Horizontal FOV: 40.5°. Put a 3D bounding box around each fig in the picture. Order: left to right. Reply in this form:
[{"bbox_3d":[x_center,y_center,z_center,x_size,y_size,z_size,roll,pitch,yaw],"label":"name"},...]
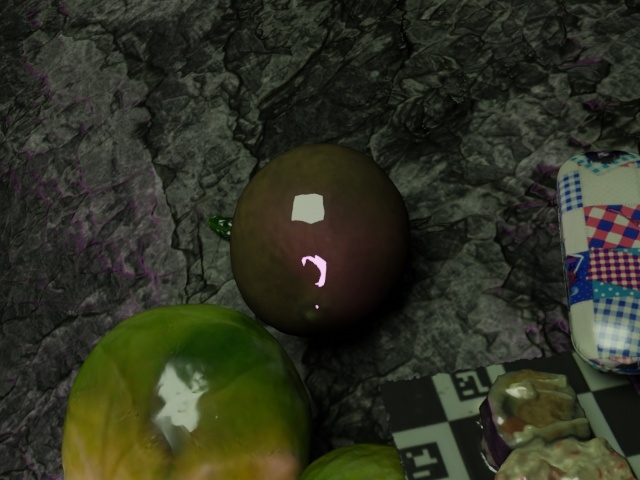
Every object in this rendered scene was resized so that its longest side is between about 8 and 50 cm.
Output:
[{"bbox_3d":[0.040,0.310,0.946,0.167,0.233,0.167,9,105,37],"label":"fig"}]

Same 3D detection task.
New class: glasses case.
[{"bbox_3d":[0.353,0.014,1.037,0.125,0.076,0.328,-4,48,14],"label":"glasses case"}]

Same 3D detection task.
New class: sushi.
[{"bbox_3d":[0.243,0.242,0.850,0.296,0.100,0.373,-7,48,-7],"label":"sushi"}]

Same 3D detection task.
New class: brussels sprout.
[{"bbox_3d":[-0.153,0.243,1.060,0.344,0.268,0.344,2,94,30],"label":"brussels sprout"}]

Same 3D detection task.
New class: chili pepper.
[{"bbox_3d":[-0.133,-0.030,1.413,0.117,0.035,0.056,-19,66,24],"label":"chili pepper"}]

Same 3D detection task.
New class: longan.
[{"bbox_3d":[0.000,0.000,1.166,0.258,0.258,0.258,-16,50,21],"label":"longan"}]
